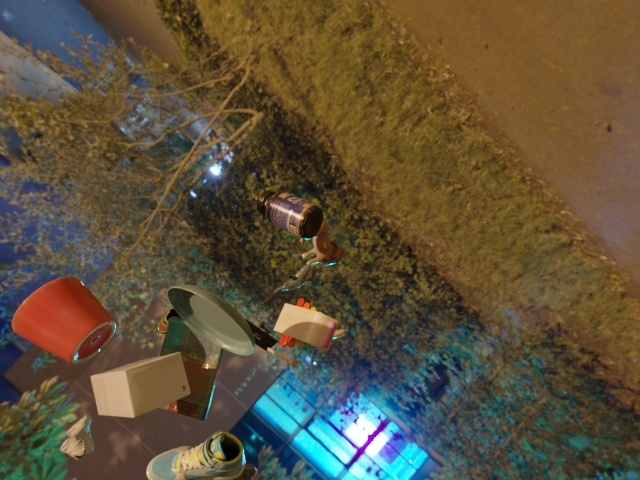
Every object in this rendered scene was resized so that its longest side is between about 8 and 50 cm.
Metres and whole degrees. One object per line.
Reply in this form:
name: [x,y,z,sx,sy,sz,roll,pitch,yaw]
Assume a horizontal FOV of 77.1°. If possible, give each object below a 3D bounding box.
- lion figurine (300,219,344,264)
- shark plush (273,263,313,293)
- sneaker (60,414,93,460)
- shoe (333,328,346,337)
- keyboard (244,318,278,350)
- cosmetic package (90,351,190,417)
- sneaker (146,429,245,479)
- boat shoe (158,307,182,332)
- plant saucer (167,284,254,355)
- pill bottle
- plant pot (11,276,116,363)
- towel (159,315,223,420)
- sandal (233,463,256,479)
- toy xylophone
lion figurine: [0.000,0.000,2.211,0.142,0.240,0.392,53,162,46]
shark plush: [-0.104,0.143,1.492,0.067,0.161,0.073,82,164,-50]
sneaker: [-0.949,0.794,1.611,0.115,0.232,0.090,36,-152,5]
shoe: [0.032,0.468,2.008,0.076,0.218,0.058,-42,60,60]
keyboard: [-0.261,0.394,1.709,0.180,0.108,0.023,39,-156,-20]
cosmetic package: [-0.635,0.504,1.401,0.196,0.365,0.155,-8,-101,-48]
sneaker: [-0.399,0.701,1.309,0.127,0.318,0.208,-106,24,-44]
boat shoe: [-0.703,0.370,1.941,0.119,0.324,0.123,16,-128,-47]
plant saucer: [-0.325,0.237,1.225,0.317,0.044,0.318,22,144,17]
pill bottle: [-0.108,-0.096,1.382,0.219,0.123,0.123,25,168,27]
plant pot: [-0.933,0.310,1.506,0.243,0.275,0.275,34,174,8]
towel: [-0.553,0.524,1.669,0.271,0.370,0.040,10,169,12]
sandal: [-0.378,1.037,1.698,0.086,0.120,0.302,45,-170,27]
toy xylophone: [-0.084,0.345,1.516,0.081,0.236,0.322,34,170,-31]
